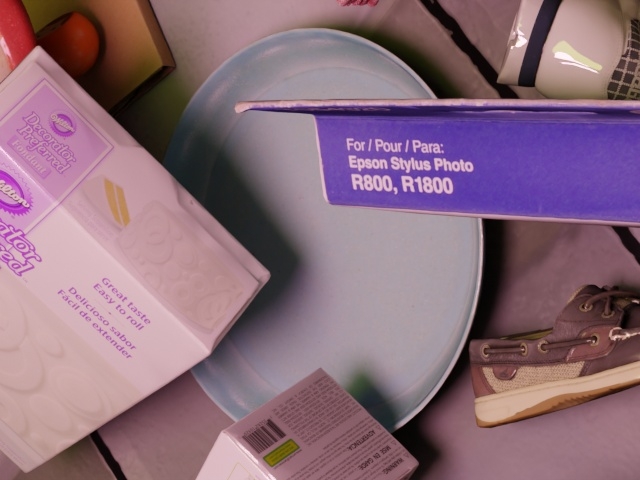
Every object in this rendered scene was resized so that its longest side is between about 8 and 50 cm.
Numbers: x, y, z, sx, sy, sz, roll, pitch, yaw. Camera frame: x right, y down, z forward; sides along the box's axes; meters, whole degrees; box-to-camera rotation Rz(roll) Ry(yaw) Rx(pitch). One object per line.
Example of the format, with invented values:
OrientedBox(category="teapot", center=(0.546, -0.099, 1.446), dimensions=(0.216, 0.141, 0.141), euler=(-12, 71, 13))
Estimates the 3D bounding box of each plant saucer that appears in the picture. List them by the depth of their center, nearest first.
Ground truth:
OrientedBox(category="plant saucer", center=(0.000, 0.000, 1.280), dimensions=(0.317, 0.043, 0.318), euler=(2, 93, 39))

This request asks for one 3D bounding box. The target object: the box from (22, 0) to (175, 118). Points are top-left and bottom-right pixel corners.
OrientedBox(category="box", center=(-0.216, -0.193, 1.455), dimensions=(0.164, 0.021, 0.201), euler=(-34, 71, 34))

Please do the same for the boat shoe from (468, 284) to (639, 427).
OrientedBox(category="boat shoe", center=(0.183, 0.065, 1.113), dimensions=(0.223, 0.080, 0.073), euler=(-26, 81, 41))

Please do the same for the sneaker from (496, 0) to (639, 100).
OrientedBox(category="sneaker", center=(0.179, -0.130, 1.029), dimensions=(0.094, 0.235, 0.090), euler=(17, 119, 13))

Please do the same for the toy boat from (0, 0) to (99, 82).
OrientedBox(category="toy boat", center=(-0.245, -0.135, 1.383), dimensions=(0.151, 0.151, 0.231), euler=(31, 153, 33))

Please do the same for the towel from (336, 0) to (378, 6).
OrientedBox(category="towel", center=(0.068, -0.337, 1.054), dimensions=(0.329, 0.037, 0.237), euler=(-45, 61, 29))

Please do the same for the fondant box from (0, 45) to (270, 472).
OrientedBox(category="fondant box", center=(-0.223, 0.029, 1.310), dimensions=(0.238, 0.096, 0.330), euler=(45, 140, -9))

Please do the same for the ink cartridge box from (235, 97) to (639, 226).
OrientedBox(category="ink cartridge box", center=(0.175, -0.040, 0.955), dimensions=(0.324, 0.330, 0.071), euler=(4, 95, 39))

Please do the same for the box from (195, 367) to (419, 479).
OrientedBox(category="box", center=(-0.034, 0.209, 1.234), dimensions=(0.103, 0.114, 0.203), euler=(43, 132, 17))
